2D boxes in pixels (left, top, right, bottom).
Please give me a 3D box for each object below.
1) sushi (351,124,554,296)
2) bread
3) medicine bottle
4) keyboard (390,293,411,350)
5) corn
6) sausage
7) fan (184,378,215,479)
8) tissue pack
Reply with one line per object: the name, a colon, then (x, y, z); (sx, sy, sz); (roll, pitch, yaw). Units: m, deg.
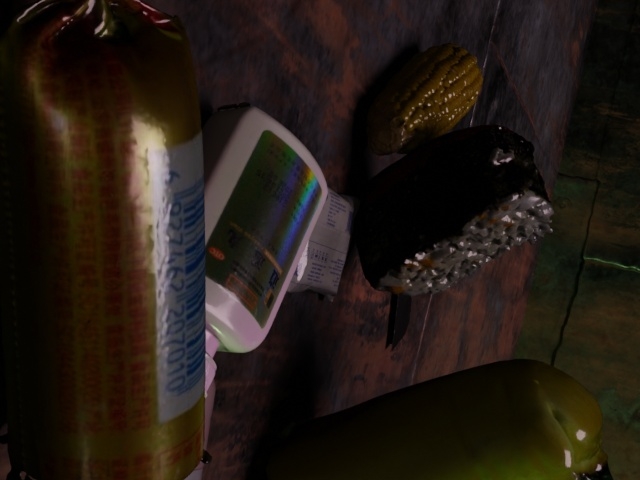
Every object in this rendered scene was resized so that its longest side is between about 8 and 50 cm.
sushi: (0.141, -0.029, 1.101); (0.136, 0.225, 0.126); (20, 52, -47)
bread: (0.126, 0.258, 1.053); (0.251, 0.376, 0.208); (52, 24, -45)
medicine bottle: (-0.075, 0.015, 0.739); (0.115, 0.078, 0.219); (47, 54, -39)
keyboard: (0.120, 0.059, 1.416); (0.074, 0.015, 0.197); (-36, 135, -56)
corn: (0.126, -0.167, 1.167); (0.262, 0.097, 0.097); (-47, 144, -53)
sausage: (-0.127, -0.012, 0.553); (0.117, 0.125, 0.317); (-138, -134, -60)
fan: (-0.126, 0.210, 0.761); (0.130, 0.074, 0.244); (16, 82, -59)
tissue pack: (0.000, 0.000, 1.029); (0.193, 0.026, 0.123); (21, 82, -70)
